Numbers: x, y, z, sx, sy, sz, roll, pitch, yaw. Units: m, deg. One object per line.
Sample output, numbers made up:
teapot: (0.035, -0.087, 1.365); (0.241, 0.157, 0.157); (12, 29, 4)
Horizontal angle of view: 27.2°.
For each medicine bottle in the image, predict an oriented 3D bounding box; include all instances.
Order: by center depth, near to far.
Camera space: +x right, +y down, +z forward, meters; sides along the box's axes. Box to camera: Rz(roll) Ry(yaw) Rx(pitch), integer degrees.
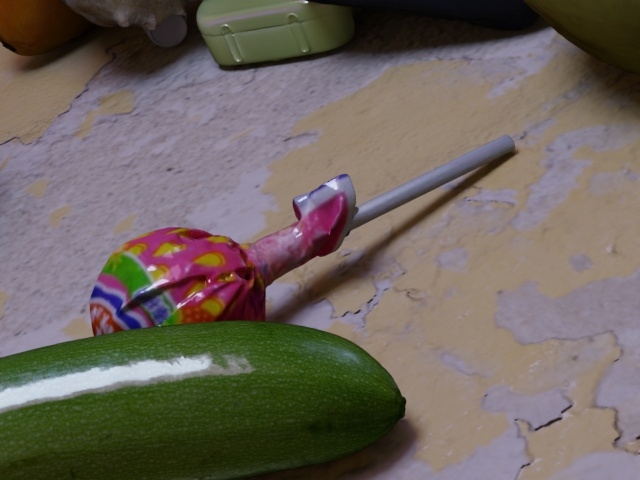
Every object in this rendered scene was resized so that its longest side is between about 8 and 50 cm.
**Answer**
medicine bottle: (-0.176, -0.251, 1.475); (0.052, 0.052, 0.089); (-24, 32, 0)

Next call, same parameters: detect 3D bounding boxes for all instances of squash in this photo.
squash: (-0.145, 0.115, 0.835); (0.395, 0.107, 0.107); (-10, 33, -2)

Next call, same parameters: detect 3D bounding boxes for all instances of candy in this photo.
candy: (0.000, 0.000, 0.983); (0.365, 0.124, 0.124); (-26, 31, -21)

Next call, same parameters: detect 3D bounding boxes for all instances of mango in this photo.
mango: (-0.292, -0.317, 1.565); (0.113, 0.138, 0.253); (23, 50, 30)

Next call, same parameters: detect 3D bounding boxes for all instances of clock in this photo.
clock: (-0.016, -0.272, 1.389); (0.170, 0.069, 0.232); (-4, 37, 29)

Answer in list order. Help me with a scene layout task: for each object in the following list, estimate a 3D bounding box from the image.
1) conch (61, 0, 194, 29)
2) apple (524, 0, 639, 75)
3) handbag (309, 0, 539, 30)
conch: (-0.213, -0.379, 1.421); (0.352, 0.210, 0.297); (44, 33, 23)
apple: (0.279, -0.244, 1.009); (0.295, 0.233, 0.258); (-21, 46, -13)
handbag: (0.102, -0.350, 1.262); (0.275, 0.178, 0.302); (10, 41, 4)
